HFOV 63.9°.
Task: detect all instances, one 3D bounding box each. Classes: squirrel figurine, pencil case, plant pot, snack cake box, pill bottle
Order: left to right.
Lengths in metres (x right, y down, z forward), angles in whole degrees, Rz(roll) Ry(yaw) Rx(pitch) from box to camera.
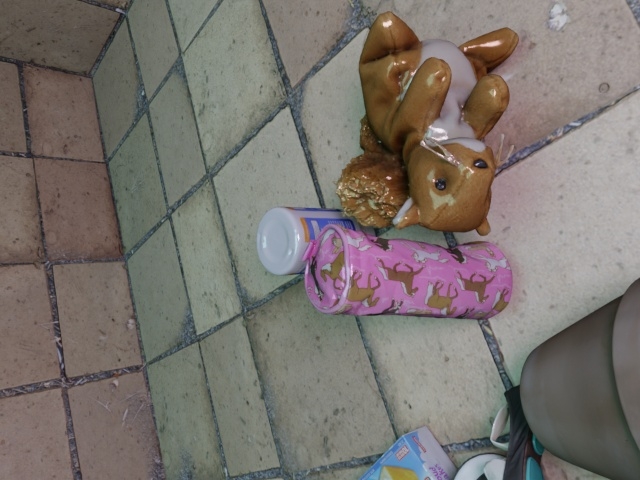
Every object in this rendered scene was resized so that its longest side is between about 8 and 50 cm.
[{"bbox_3d":[0.000,0.000,1.194,0.152,0.272,0.152,0,90,46],"label":"pill bottle"},{"bbox_3d":[0.185,0.558,1.144,0.152,0.089,0.264,53,127,33],"label":"snack cake box"},{"bbox_3d":[0.163,0.062,0.938,0.167,0.386,0.160,-15,72,60],"label":"pencil case"},{"bbox_3d":[0.197,-0.161,0.971,0.397,0.281,0.370,131,137,-56],"label":"squirrel figurine"},{"bbox_3d":[0.456,0.219,0.726,0.280,0.323,0.323,-40,62,58],"label":"plant pot"}]

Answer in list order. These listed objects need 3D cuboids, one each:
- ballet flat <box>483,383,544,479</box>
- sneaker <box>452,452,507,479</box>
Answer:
[{"bbox_3d":[0.341,0.374,0.883,0.096,0.280,0.095,-16,121,38],"label":"ballet flat"},{"bbox_3d":[0.288,0.641,0.908,0.257,0.169,0.447,-121,43,-73],"label":"sneaker"}]
